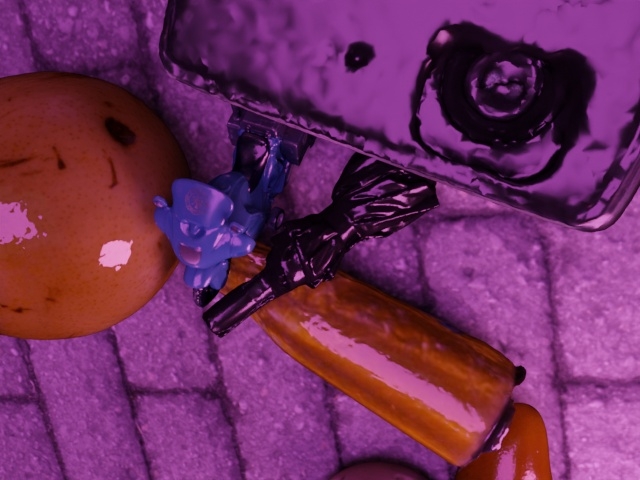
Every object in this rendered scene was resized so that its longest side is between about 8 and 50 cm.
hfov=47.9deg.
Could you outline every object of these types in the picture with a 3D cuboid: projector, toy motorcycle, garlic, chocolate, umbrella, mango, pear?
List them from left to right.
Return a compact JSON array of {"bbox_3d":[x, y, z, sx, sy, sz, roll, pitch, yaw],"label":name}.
[{"bbox_3d":[-0.335,-0.040,0.899,0.348,0.348,0.348,4,109,13],"label":"pear"},{"bbox_3d":[-0.099,-0.062,0.854,0.123,0.182,0.272,19,67,13],"label":"toy motorcycle"},{"bbox_3d":[0.000,0.000,0.878,0.340,0.118,0.118,-38,97,-4],"label":"umbrella"},{"bbox_3d":[0.038,0.117,0.941,0.445,0.162,0.162,31,113,4],"label":"chocolate"},{"bbox_3d":[0.068,0.394,1.071,0.266,0.128,0.148,12,99,21],"label":"garlic"},{"bbox_3d":[0.113,-0.217,0.672,0.395,0.405,0.242,21,111,7],"label":"projector"},{"bbox_3d":[0.254,0.340,0.988,0.138,0.113,0.253,14,103,7],"label":"mango"}]
